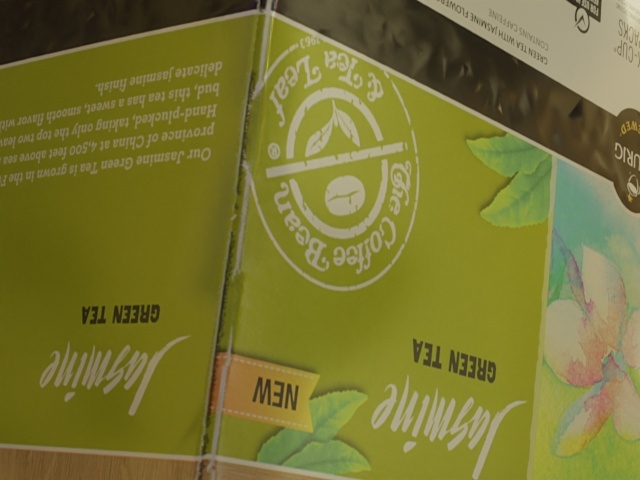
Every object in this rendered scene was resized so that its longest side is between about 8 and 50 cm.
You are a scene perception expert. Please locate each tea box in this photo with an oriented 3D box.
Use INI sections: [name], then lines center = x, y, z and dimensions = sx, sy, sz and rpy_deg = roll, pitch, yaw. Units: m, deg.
[tea box]
center = 0.000, 0.000, 0.708
dimensions = 0.220, 0.329, 0.323
rpy_deg = -3, -104, 42
